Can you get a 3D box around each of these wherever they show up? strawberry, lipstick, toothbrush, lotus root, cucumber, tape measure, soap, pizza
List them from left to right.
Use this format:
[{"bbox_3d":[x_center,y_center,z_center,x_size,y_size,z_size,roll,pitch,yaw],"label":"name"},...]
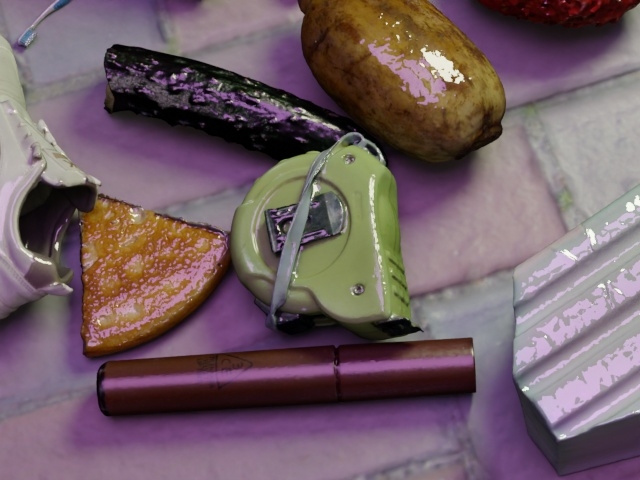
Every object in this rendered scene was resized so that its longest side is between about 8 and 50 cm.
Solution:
[{"bbox_3d":[-0.264,-0.264,1.941,0.017,0.014,0.162,29,72,30],"label":"toothbrush"},{"bbox_3d":[-0.192,0.024,1.807,0.176,0.036,0.184,38,79,21],"label":"pizza"},{"bbox_3d":[-0.076,-0.127,1.837,0.303,0.081,0.072,16,47,11],"label":"cucumber"},{"bbox_3d":[-0.032,0.129,1.740,0.357,0.057,0.057,-3,68,3],"label":"lipstick"},{"bbox_3d":[0.000,0.000,1.752,0.175,0.106,0.200,-10,71,18],"label":"tape measure"},{"bbox_3d":[0.071,-0.179,1.814,0.260,0.128,0.145,46,44,17],"label":"lotus root"},{"bbox_3d":[0.226,-0.290,1.836,0.201,0.187,0.184,-19,90,26],"label":"strawberry"},{"bbox_3d":[0.325,0.061,1.707,0.347,0.115,0.208,-34,69,-9],"label":"soap"}]

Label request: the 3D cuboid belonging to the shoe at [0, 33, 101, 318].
[{"bbox_3d":[-0.289,-0.069,1.793,0.159,0.124,0.316,-7,73,18],"label":"shoe"}]
